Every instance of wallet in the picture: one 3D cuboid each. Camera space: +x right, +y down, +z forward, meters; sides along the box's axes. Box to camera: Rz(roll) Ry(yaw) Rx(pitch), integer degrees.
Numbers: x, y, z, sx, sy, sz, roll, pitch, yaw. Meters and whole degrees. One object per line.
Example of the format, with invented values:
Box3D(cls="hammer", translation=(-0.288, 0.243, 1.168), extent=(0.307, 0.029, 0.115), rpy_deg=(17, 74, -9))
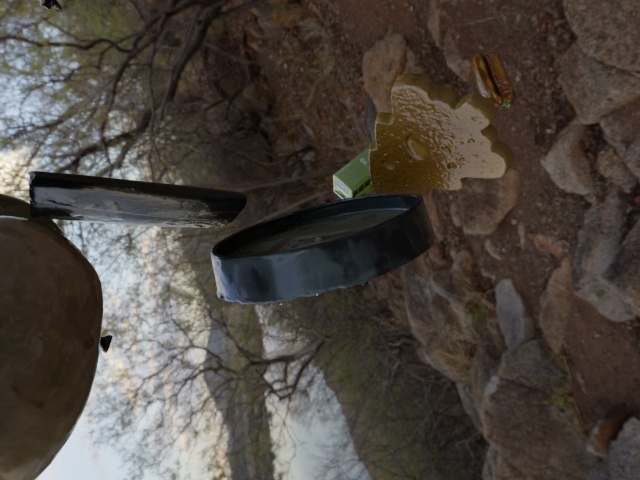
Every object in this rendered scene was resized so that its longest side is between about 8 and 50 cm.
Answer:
Box3D(cls="wallet", translation=(-0.297, -0.055, 0.807), extent=(0.170, 0.321, 0.044), rpy_deg=(-26, 66, 59))

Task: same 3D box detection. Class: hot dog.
Box3D(cls="hot dog", translation=(0.244, -0.226, 0.695), extent=(0.037, 0.049, 0.122), rpy_deg=(92, 179, -53))

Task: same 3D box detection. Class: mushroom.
Box3D(cls="mushroom", translation=(-0.411, 0.154, 0.619), extent=(0.294, 0.362, 0.363), rpy_deg=(37, -146, -56))

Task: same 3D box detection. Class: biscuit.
Box3D(cls="biscuit", translation=(0.156, -0.138, 0.729), extent=(0.238, 0.212, 0.041), rpy_deg=(-36, 27, 51))

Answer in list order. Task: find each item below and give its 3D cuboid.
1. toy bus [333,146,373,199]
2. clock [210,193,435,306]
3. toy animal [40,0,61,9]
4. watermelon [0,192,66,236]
Box3D(cls="toy bus", translation=(0.123, -0.185, 1.349), extent=(0.088, 0.175, 0.101), rpy_deg=(43, 163, 25))
Box3D(cls="clock", translation=(0.000, 0.000, 0.839), extent=(0.386, 0.386, 0.077), rpy_deg=(-136, 30, -76))
Box3D(cls="toy animal", translation=(-0.344, -0.472, 0.718), extent=(0.066, 0.224, 0.230), rpy_deg=(25, -127, -64))
Box3D(cls="watermelon", translation=(-0.649, 0.069, 0.909), extent=(0.363, 0.363, 0.364), rpy_deg=(171, 90, -81))
